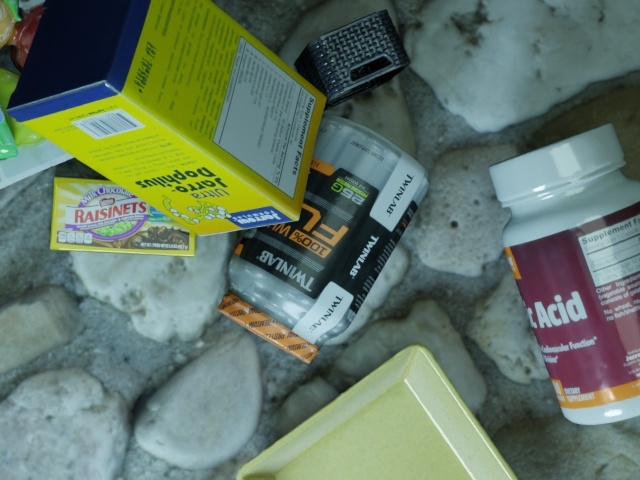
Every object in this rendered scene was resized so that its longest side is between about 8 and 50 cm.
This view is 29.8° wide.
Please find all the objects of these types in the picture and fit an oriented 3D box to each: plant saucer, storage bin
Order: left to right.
[{"bbox_3d":[0.042,-0.252,1.709,0.122,0.180,0.084,-25,92,-9],"label":"storage bin"},{"bbox_3d":[0.097,0.369,1.742,0.333,0.081,0.332,-35,93,-10],"label":"plant saucer"}]

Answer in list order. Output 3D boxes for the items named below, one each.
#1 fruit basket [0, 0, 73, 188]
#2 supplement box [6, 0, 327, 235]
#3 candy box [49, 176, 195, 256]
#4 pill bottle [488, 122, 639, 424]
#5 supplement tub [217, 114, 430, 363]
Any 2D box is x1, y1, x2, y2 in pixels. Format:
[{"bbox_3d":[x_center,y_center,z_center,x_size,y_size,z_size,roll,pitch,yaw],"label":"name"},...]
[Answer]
[{"bbox_3d":[-0.397,-0.248,1.582,0.353,0.165,0.327,-24,108,-18],"label":"fruit basket"},{"bbox_3d":[-0.187,-0.175,1.557,0.356,0.195,0.194,36,58,-41],"label":"supplement box"},{"bbox_3d":[-0.280,-0.033,1.725,0.206,0.027,0.105,3,84,-9],"label":"candy box"},{"bbox_3d":[0.394,0.045,1.732,0.224,0.224,0.392,-20,90,-9],"label":"pill bottle"},{"bbox_3d":[0.000,0.000,1.685,0.194,0.193,0.316,31,83,-7],"label":"supplement tub"}]
